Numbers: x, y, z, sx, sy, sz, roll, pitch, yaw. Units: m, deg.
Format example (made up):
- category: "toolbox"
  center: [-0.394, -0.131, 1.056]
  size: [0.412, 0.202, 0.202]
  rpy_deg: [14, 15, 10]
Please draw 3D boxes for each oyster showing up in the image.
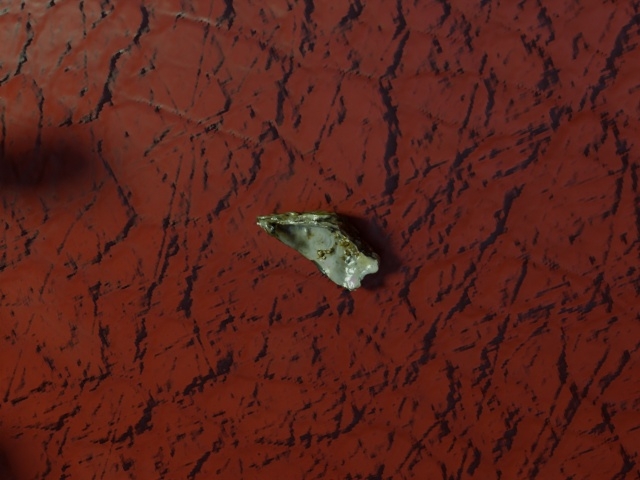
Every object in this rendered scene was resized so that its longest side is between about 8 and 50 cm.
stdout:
- category: "oyster"
  center: [0.001, -0.002, 0.859]
  size: [0.093, 0.034, 0.051]
  rpy_deg: [38, 127, -14]
